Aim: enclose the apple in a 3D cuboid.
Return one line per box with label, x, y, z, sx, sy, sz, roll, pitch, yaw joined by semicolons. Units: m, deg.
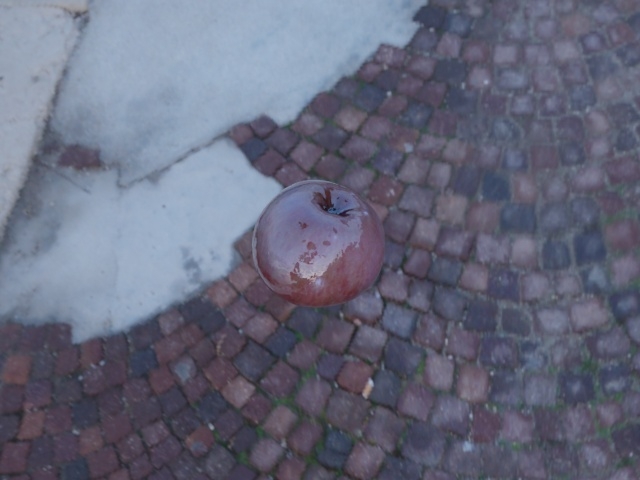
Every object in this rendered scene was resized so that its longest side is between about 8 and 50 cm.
apple;0.000;0.000;1.038;0.153;0.120;0.153;10;39;-8
